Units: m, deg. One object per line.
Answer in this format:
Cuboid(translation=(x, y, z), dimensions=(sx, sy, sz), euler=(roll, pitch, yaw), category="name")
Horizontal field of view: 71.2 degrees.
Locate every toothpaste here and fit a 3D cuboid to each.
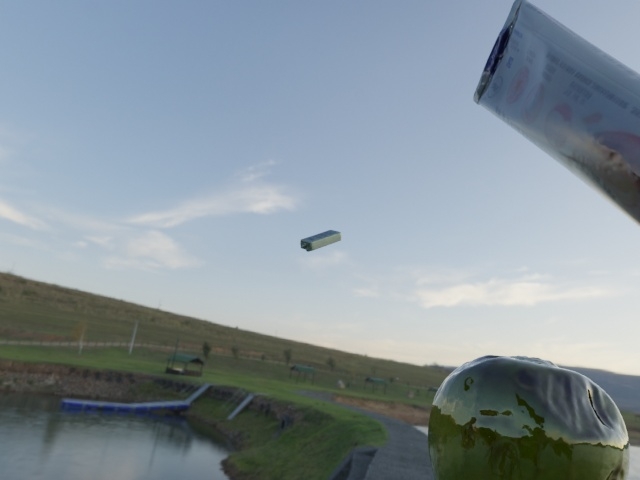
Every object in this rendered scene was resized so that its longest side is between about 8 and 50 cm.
Cuboid(translation=(0.194, -0.081, 0.311), dimensions=(0.066, 0.323, 0.100), euler=(2, -51, -15), category="toothpaste")

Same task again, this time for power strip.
Cuboid(translation=(0.000, 0.000, 0.720), dimensions=(0.083, 0.017, 0.027), euler=(-18, 22, -42), category="power strip")

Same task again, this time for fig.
Cuboid(translation=(0.259, 0.288, 0.587), dimensions=(0.239, 0.271, 0.239), euler=(14, -7, 2), category="fig")
